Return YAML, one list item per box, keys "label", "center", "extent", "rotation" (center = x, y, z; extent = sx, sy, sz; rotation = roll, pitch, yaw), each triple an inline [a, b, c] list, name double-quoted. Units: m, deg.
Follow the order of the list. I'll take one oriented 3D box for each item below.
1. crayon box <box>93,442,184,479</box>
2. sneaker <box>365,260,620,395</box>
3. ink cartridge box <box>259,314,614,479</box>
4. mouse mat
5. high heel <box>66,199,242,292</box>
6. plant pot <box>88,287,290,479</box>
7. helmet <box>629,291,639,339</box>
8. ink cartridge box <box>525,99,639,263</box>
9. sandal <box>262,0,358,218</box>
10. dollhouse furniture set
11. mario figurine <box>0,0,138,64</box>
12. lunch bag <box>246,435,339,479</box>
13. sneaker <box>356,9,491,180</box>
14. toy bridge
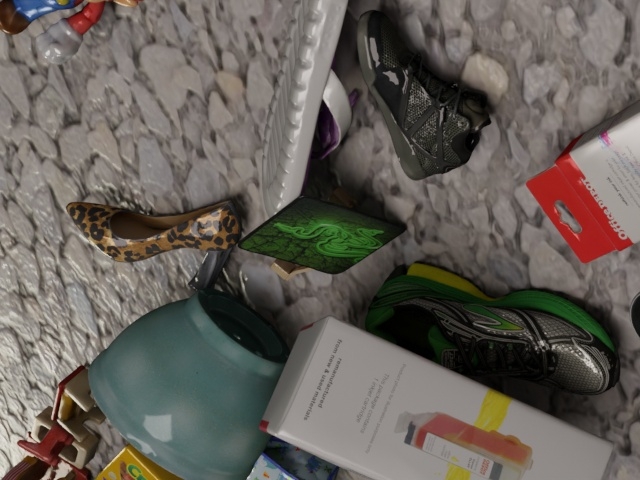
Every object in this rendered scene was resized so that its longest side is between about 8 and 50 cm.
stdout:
- label: "crayon box"
  center: [-0.300, 0.463, 1.989]
  extent: [0.203, 0.083, 0.323]
  rotation: [44, 129, 1]
- label: "sneaker"
  center: [0.219, 0.141, 1.453]
  extent: [0.343, 0.146, 0.134]
  rotation: [13, 123, 23]
- label: "ink cartridge box"
  center: [0.134, 0.250, 1.419]
  extent: [0.385, 0.160, 0.279]
  rotation: [25, 169, -4]
- label: "mouse mat"
  center: [0.002, -0.004, 1.500]
  extent: [0.152, 0.190, 0.007]
  rotation: [-35, 52, 39]
- label: "high heel"
  center: [-0.245, -0.041, 1.649]
  extent: [0.261, 0.093, 0.186]
  rotation: [26, 132, -2]
- label: "plant pot"
  center: [-0.167, 0.196, 1.654]
  extent: [0.293, 0.293, 0.196]
  rotation: [40, 102, 4]
- label: "helmet"
  center: [0.455, 0.102, 1.281]
  extent: [0.169, 0.169, 0.161]
  rotation: [-39, 77, 40]
- label: "ink cartridge box"
  center: [0.369, -0.082, 1.276]
  extent: [0.231, 0.078, 0.134]
  rotation: [-31, 98, 39]
- label: "sandal"
  center: [0.003, -0.185, 1.407]
  extent: [0.102, 0.169, 0.416]
  rotation: [4, 130, -13]
- label: "dollhouse furniture set"
  center: [-0.520, 0.395, 2.002]
  extent: [0.152, 0.201, 0.374]
  rotation: [30, 129, 12]
- label: "mario figurine"
  center: [-0.353, -0.357, 1.477]
  extent: [0.320, 0.170, 0.198]
  rotation: [-2, 151, 40]
- label: "lunch bag"
  center: [-0.058, 0.386, 1.793]
  extent: [0.151, 0.096, 0.129]
  rotation: [22, 127, 6]
- label: "sneaker"
  center: [0.131, -0.186, 1.353]
  extent: [0.130, 0.087, 0.227]
  rotation: [-12, 114, 33]
- label: "toy bridge"
  center: [0.000, 0.000, 1.576]
  extent: [0.063, 0.026, 0.188]
  rotation: [42, 130, 0]
